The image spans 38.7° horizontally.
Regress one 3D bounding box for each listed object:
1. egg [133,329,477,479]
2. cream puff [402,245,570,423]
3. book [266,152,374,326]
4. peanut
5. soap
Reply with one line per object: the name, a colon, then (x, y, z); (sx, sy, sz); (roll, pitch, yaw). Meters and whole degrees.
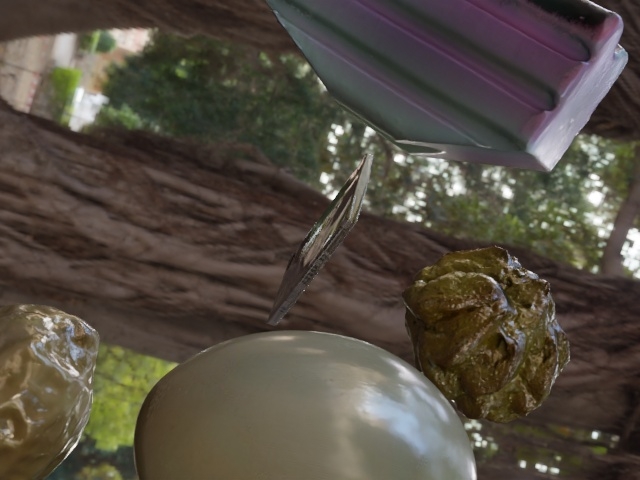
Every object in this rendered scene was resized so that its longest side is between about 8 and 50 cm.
egg: (-0.010, 0.156, 0.632); (0.186, 0.241, 0.186); (-168, -90, -78)
cream puff: (0.218, 0.119, 1.211); (0.244, 0.196, 0.244); (-19, 90, -81)
book: (0.000, 0.000, 0.982); (0.182, 0.014, 0.127); (-53, -168, 38)
peanut: (-0.297, 0.174, 0.757); (0.291, 0.143, 0.159); (-48, 166, 26)
soap: (0.100, -0.189, 0.871); (0.193, 0.323, 0.109); (-55, 158, 3)
